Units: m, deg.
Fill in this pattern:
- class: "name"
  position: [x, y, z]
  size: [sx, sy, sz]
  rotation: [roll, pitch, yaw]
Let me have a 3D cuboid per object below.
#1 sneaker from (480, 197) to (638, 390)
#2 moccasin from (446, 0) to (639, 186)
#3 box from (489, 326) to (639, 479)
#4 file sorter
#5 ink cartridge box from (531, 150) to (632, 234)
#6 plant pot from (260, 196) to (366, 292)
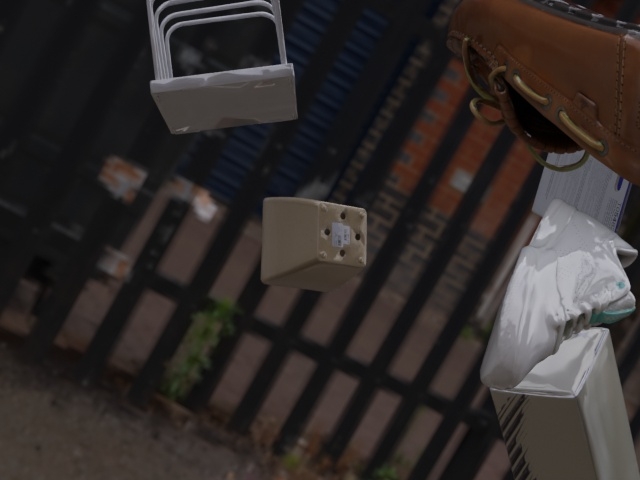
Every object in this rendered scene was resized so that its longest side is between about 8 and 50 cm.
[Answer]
- class: "sneaker"
  position: [0.187, 0.044, 1.105]
  size: [0.094, 0.080, 0.212]
  rotation: [24, 41, 10]
- class: "moccasin"
  position: [0.206, -0.133, 1.283]
  size: [0.139, 0.147, 0.380]
  rotation: [14, 12, -27]
- class: "box"
  position: [0.258, 0.223, 1.494]
  size: [0.094, 0.275, 0.113]
  rotation: [2, 35, 30]
- class: "file sorter"
  position: [-0.141, -0.270, 2.098]
  size: [0.193, 0.173, 0.277]
  rotation: [-8, -7, -1]
- class: "ink cartridge box"
  position: [0.392, -0.112, 2.042]
  size: [0.045, 0.223, 0.224]
  rotation: [10, 12, -24]
- class: "plant pot"
  position: [0.000, 0.000, 1.800]
  size: [0.109, 0.109, 0.096]
  rotation: [9, -13, -35]
